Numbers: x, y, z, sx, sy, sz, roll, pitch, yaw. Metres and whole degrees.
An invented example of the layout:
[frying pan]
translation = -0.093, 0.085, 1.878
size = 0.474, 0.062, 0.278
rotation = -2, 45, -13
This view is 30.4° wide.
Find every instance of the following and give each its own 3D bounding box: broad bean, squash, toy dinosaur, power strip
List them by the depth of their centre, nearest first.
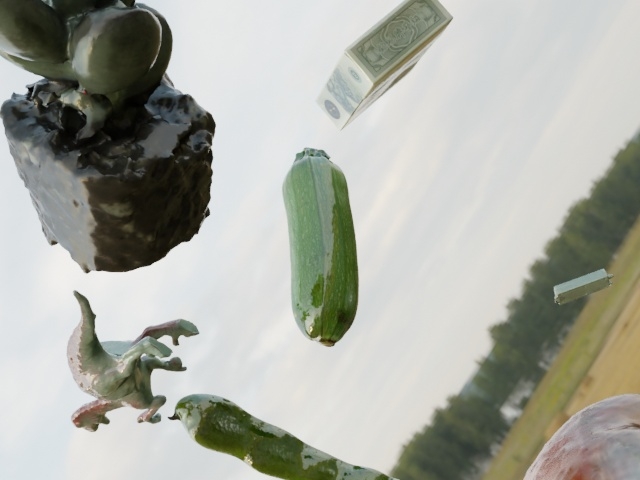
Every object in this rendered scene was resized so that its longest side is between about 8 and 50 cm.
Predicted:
[toy dinosaur]
translation = -0.198, 0.113, 1.078
size = 0.167, 0.053, 0.242
rotation = -22, -28, 11
[broad bean]
translation = -0.029, 0.215, 1.167
size = 0.052, 0.256, 0.053
rotation = -68, 1, -48
[squash]
translation = 0.000, 0.000, 1.167
size = 0.077, 0.068, 0.219
rotation = 117, 151, -54
[power strip]
translation = 0.345, 0.060, 1.549
size = 0.083, 0.017, 0.027
rotation = -21, -40, 3

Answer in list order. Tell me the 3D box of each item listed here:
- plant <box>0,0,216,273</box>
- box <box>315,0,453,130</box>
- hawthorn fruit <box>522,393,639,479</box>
[plant]
translation = -0.161, -0.113, 0.845
size = 0.146, 0.149, 0.275
rotation = -51, -33, -34
[box]
translation = 0.091, -0.272, 1.798
size = 0.164, 0.069, 0.256
rotation = -41, -1, -14
[hawthorn fruit]
translation = 0.204, 0.213, 0.698
size = 0.263, 0.235, 0.231
rotation = -38, -19, 7
